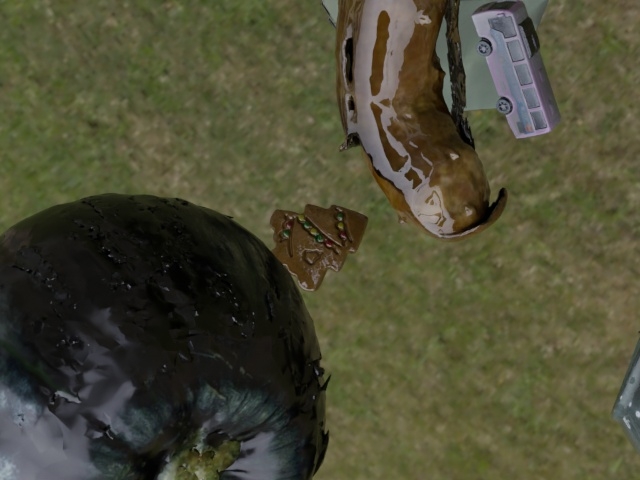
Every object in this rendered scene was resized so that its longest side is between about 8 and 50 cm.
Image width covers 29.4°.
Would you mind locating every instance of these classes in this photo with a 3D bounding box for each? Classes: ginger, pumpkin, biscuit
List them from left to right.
[{"bbox_3d":[-0.102,0.087,0.641,0.163,0.233,0.233,29,143,43],"label":"pumpkin"},{"bbox_3d":[0.000,0.000,1.058,0.016,0.092,0.082,76,172,-68],"label":"biscuit"},{"bbox_3d":[0.074,-0.152,0.939,0.133,0.107,0.309,0,103,16],"label":"ginger"}]

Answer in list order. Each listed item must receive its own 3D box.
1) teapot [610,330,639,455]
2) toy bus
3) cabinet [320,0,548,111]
[{"bbox_3d":[0.324,0.102,0.820,0.225,0.171,0.203,22,166,14],"label":"teapot"},{"bbox_3d":[0.185,-0.161,1.147,0.052,0.037,0.131,-6,114,39],"label":"toy bus"},{"bbox_3d":[0.117,-0.259,1.349,0.206,0.145,0.150,59,146,39],"label":"cabinet"}]
